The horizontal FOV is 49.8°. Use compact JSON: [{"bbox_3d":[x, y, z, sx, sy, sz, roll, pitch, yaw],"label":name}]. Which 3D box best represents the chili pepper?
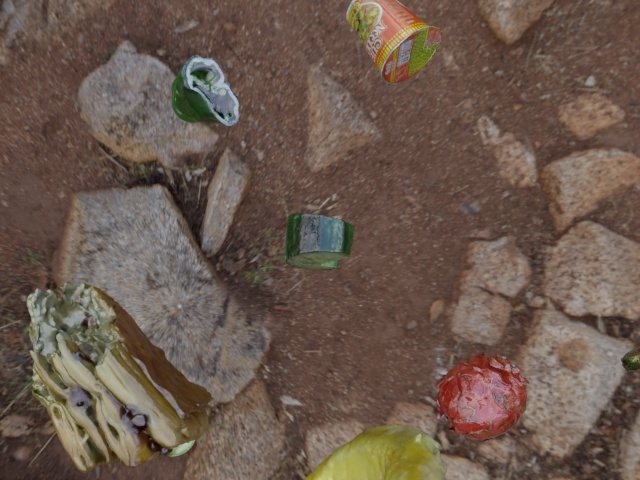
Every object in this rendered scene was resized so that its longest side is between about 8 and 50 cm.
[{"bbox_3d":[-0.240,-0.289,1.374,0.136,0.270,0.099,36,82,-21],"label":"chili pepper"}]

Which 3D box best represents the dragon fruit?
[{"bbox_3d":[0.439,0.419,1.862,0.241,0.241,0.252,44,65,-5],"label":"dragon fruit"}]

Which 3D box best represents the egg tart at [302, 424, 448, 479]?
[{"bbox_3d":[0.028,0.318,0.643,0.120,0.315,0.315,43,78,-12],"label":"egg tart"}]

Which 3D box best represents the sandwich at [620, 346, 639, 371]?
[{"bbox_3d":[0.598,0.218,1.296,0.101,0.069,0.026,-19,72,-49],"label":"sandwich"}]

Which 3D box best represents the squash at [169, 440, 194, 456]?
[{"bbox_3d":[-0.310,0.376,1.392,0.075,0.200,0.090,32,72,-17],"label":"squash"}]

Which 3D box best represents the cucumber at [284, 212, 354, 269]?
[{"bbox_3d":[-0.008,-0.002,1.852,0.191,0.191,0.130,4,76,-11],"label":"cucumber"}]

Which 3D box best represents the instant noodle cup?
[{"bbox_3d":[0.179,-0.550,1.800,0.193,0.193,0.212,-30,69,-13],"label":"instant noodle cup"}]

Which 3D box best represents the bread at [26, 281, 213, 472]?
[{"bbox_3d":[-0.366,0.231,1.152,0.191,0.314,0.370,-45,81,-4],"label":"bread"}]
